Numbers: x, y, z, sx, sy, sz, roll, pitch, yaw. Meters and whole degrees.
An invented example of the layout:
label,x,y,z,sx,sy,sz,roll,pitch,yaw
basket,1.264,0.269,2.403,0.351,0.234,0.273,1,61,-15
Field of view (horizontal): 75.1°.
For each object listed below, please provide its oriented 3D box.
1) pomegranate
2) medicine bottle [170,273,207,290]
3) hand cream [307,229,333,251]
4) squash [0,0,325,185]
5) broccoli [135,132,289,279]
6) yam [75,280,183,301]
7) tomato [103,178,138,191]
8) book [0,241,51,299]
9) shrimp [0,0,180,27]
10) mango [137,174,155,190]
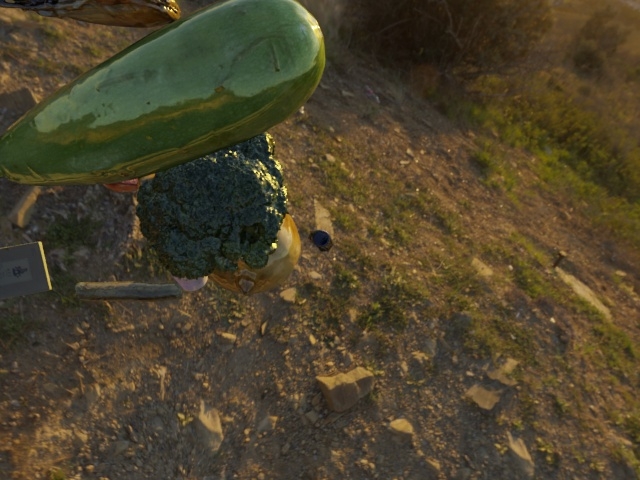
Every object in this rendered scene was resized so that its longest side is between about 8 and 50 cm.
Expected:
label,x,y,z,sx,sy,sz,roll,pitch,yaw
pomegranate,-0.260,0.043,1.541,0.411,0.410,0.409,8,58,-13
medicine bottle,-0.545,0.091,1.696,0.152,0.254,0.151,1,53,-1
hand cream,0.000,0.000,0.934,0.062,0.163,0.038,30,86,0
squash,-0.170,-0.118,0.397,0.371,0.118,0.118,-20,63,10
broccoli,-0.188,-0.054,0.777,0.304,0.283,0.320,-24,52,10
yam,-0.606,0.164,1.333,0.318,0.071,0.067,1,101,-11
tomato,-0.837,-0.286,1.753,0.233,0.140,0.200,1,60,-37
book,-0.846,0.087,1.112,0.199,0.016,0.138,-11,94,-16
shrimp,-0.323,-0.332,0.548,0.263,0.117,0.066,1,95,-12
mango,-0.488,-0.175,1.251,0.115,0.089,0.178,-4,18,-22
